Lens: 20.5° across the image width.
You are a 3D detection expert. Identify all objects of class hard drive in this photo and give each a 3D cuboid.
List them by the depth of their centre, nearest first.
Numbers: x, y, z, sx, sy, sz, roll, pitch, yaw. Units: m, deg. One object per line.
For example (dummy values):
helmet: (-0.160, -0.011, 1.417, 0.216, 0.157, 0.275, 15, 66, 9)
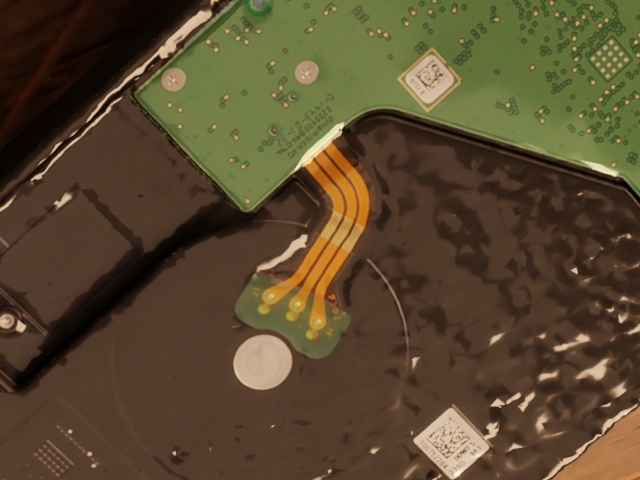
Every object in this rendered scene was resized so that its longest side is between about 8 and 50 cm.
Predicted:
hard drive: (0.013, 0.003, 0.674, 0.339, 0.064, 0.237, -42, 108, 7)
